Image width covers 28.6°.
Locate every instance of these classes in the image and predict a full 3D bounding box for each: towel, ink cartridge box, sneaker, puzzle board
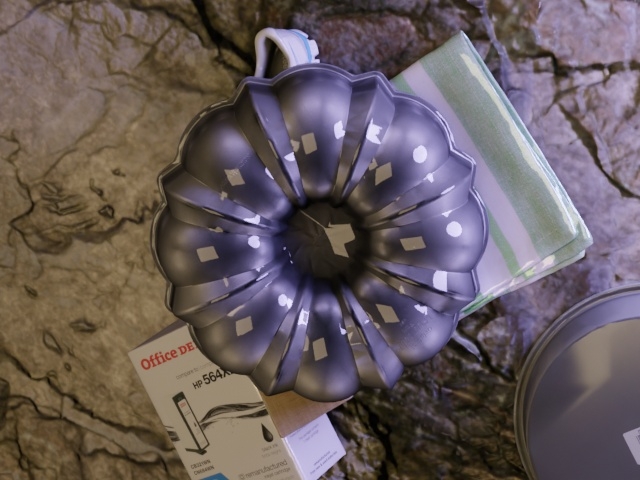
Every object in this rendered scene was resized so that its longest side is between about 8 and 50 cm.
[{"bbox_3d":[0.075,-0.015,1.261,0.325,0.038,0.248,-33,88,22],"label":"towel"},{"bbox_3d":[-0.090,0.170,1.316,0.148,0.086,0.203,-26,93,36],"label":"ink cartridge box"},{"bbox_3d":[-0.039,-0.120,1.234,0.071,0.083,0.191,-11,83,23],"label":"sneaker"},{"bbox_3d":[-0.031,0.121,1.261,0.011,0.096,0.128,-25,91,57],"label":"puzzle board"}]

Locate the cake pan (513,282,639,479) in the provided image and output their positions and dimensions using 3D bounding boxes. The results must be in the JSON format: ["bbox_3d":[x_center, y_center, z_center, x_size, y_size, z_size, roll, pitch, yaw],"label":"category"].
[{"bbox_3d":[0.327,0.187,1.208,0.293,0.054,0.293,4,102,19],"label":"cake pan"}]

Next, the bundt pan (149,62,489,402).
[{"bbox_3d":[0.000,0.000,1.152,0.330,0.124,0.331,0,97,-1],"label":"bundt pan"}]
